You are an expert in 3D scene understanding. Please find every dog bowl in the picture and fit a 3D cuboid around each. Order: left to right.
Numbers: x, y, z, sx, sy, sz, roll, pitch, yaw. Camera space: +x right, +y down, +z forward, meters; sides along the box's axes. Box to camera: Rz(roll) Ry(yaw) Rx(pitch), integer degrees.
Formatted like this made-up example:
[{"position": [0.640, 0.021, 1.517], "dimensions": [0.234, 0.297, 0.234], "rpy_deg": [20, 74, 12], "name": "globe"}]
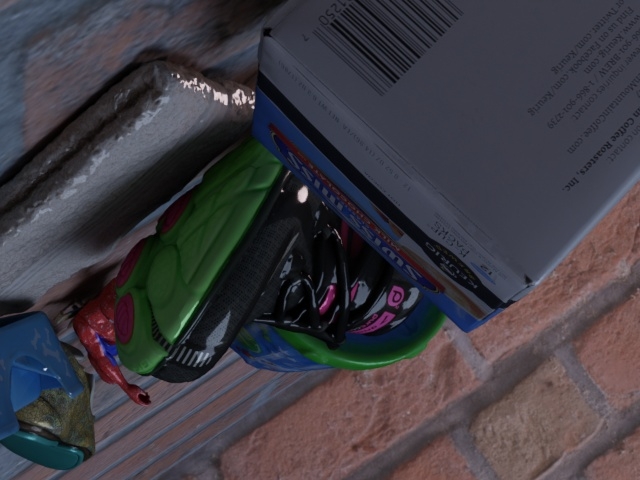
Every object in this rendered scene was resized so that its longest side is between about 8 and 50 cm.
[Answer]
[{"position": [-0.292, 0.114, 1.110], "dimensions": [0.166, 0.074, 0.297], "rpy_deg": [-14, -178, 11], "name": "dog bowl"}]

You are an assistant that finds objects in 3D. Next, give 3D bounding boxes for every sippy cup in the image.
[{"position": [-0.008, 0.041, 1.559], "dimensions": [0.224, 0.305, 0.240], "rpy_deg": [-32, -153, 59], "name": "sippy cup"}]

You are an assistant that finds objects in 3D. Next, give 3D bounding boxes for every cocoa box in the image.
[{"position": [0.150, -0.144, 0.994], "dimensions": [0.347, 0.231, 0.228], "rpy_deg": [-46, 176, -11], "name": "cocoa box"}]

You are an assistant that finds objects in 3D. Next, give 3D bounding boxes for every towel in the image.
[{"position": [-0.181, -0.029, 1.099], "dimensions": [0.282, 0.049, 0.187], "rpy_deg": [-39, 170, 13], "name": "towel"}]

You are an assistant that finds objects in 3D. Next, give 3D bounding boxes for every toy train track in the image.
[{"position": [-0.240, 0.066, 1.412], "dimensions": [0.048, 0.014, 0.083], "rpy_deg": [-48, 175, 14], "name": "toy train track"}]

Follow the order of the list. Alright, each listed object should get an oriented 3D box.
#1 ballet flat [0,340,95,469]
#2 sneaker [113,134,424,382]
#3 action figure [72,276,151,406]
[{"position": [-0.280, 0.165, 1.506], "dimensions": [0.123, 0.123, 0.348], "rpy_deg": [-34, 171, -13], "name": "ballet flat"}, {"position": [0.000, 0.000, 1.233], "dimensions": [0.185, 0.202, 0.483], "rpy_deg": [-40, 179, 33], "name": "sneaker"}, {"position": [-0.178, 0.113, 1.475], "dimensions": [0.091, 0.139, 0.280], "rpy_deg": [-46, 172, -13], "name": "action figure"}]
